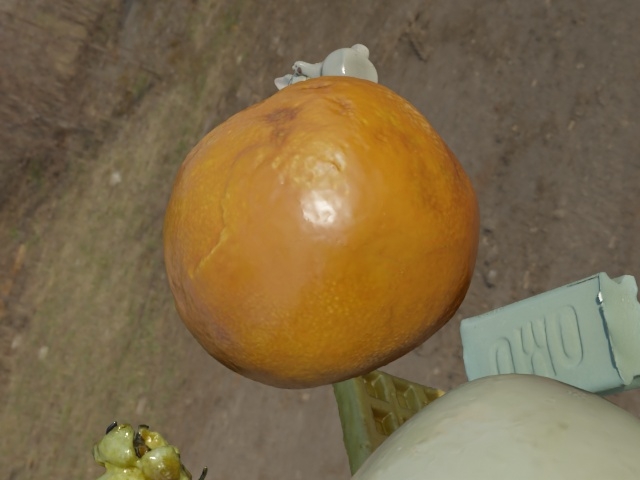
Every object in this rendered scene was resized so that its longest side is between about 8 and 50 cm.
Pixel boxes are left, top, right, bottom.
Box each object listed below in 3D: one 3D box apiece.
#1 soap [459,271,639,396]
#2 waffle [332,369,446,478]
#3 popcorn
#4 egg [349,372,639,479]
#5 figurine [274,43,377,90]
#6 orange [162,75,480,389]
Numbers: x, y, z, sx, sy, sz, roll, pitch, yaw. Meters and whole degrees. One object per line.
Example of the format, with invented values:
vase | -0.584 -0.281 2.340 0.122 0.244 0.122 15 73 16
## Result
soap | 0.238 0.113 0.990 0.198 0.063 0.114 -29 63 49
waffle | 0.140 0.278 1.264 0.055 0.248 0.221 -56 27 27
popcorn | -0.234 0.339 1.226 0.173 0.168 0.195 23 83 49
egg | 0.123 0.165 0.448 0.286 0.264 0.174 21 93 57
figurine | -0.009 -0.182 1.173 0.146 0.081 0.098 -15 35 41
orange | 0.000 0.000 0.782 0.261 0.261 0.261 -44 35 44
